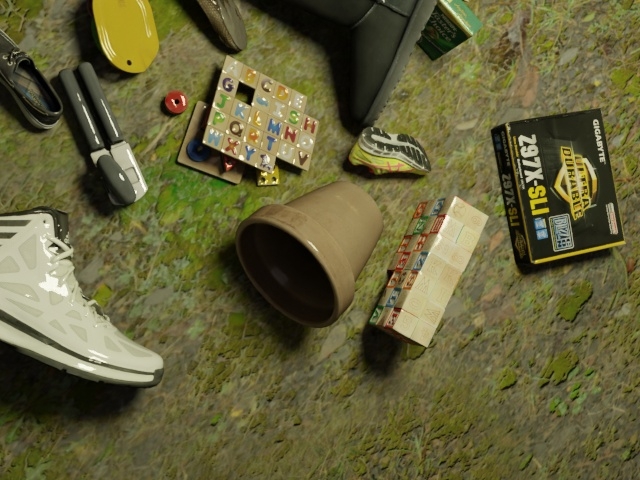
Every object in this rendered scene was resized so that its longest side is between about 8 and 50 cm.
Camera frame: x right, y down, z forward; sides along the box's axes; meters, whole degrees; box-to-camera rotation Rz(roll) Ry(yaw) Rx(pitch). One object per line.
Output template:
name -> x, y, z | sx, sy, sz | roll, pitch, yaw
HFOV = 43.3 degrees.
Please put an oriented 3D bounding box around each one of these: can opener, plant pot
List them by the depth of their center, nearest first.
can opener -> -0.407, -0.201, 1.517 | 0.076, 0.095, 0.283 | -24, 95, -18
plant pot -> 0.000, 0.000, 1.582 | 0.263, 0.263, 0.229 | 52, 57, -9

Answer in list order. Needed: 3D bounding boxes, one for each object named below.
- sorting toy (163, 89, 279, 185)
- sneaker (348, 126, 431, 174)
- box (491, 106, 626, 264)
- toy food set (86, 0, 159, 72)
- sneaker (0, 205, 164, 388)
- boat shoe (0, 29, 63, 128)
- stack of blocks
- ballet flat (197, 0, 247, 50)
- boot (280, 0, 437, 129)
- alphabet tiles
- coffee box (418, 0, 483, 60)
sorting toy -> -0.193, -0.195, 1.613 | 0.274, 0.046, 0.132 | 20, 82, -17
sneaker -> 0.146, -0.176, 1.714 | 0.208, 0.094, 0.081 | 16, 47, -34
box -> 0.543, -0.125, 1.836 | 0.257, 0.079, 0.322 | -10, 91, -17
toy food set -> -0.392, -0.424, 1.554 | 0.128, 0.071, 0.218 | -13, 94, -42
sneaker -> -0.457, 0.087, 1.449 | 0.447, 0.169, 0.258 | 25, 82, -13
boat shoe -> -0.552, -0.310, 1.473 | 0.080, 0.076, 0.228 | -40, 102, -40
stack of blocks -> 0.214, 0.063, 1.669 | 0.087, 0.171, 0.297 | 29, 80, -15
ballet flat -> -0.225, -0.482, 1.593 | 0.250, 0.058, 0.084 | 57, 30, -28
boot -> -0.022, -0.467, 1.610 | 0.445, 0.146, 0.367 | 23, 119, -4
alphabet tiles -> -0.111, -0.236, 1.623 | 0.237, 0.009, 0.198 | 23, 68, -28
coffee box -> 0.253, -0.454, 1.698 | 0.113, 0.184, 0.040 | 46, 74, -11
